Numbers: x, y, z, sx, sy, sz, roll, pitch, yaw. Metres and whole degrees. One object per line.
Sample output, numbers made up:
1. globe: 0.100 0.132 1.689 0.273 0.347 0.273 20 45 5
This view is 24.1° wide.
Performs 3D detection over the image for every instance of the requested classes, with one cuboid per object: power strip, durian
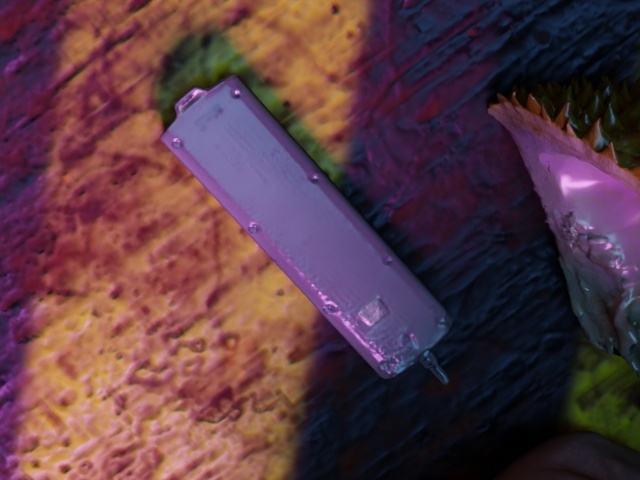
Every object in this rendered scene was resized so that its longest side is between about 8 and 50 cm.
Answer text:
1. power strip: 0.000 0.000 0.920 0.060 0.027 0.252 -41 109 3
2. durian: 0.225 0.033 0.909 0.166 0.172 0.306 -17 120 22

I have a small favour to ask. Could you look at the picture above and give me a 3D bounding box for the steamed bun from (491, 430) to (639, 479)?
1. steamed bun: 0.181 0.314 0.899 0.367 0.255 0.342 -48 117 -18
